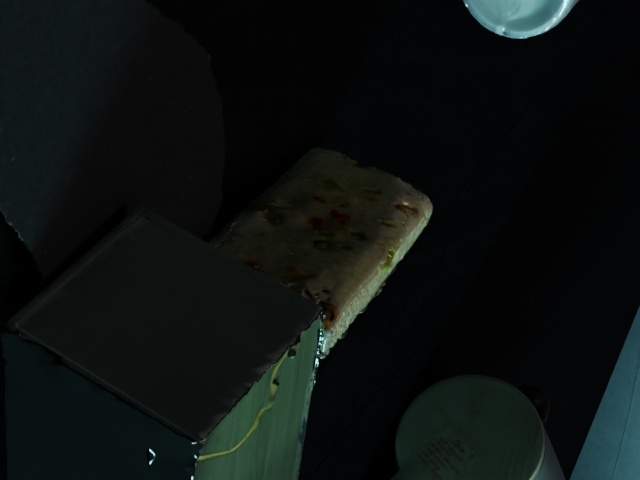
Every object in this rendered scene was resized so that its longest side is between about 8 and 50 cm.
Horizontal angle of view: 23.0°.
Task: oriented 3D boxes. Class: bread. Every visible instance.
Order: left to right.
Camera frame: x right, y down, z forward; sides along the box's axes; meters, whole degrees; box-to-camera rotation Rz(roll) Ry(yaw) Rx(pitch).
[{"bbox_3d":[0.000,0.000,0.704,0.153,0.068,0.028,-46,156,-60],"label":"bread"}]

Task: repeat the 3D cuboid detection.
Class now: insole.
[{"bbox_3d":[-0.084,-0.036,0.521,0.110,0.012,0.309,-62,162,-5],"label":"insole"}]

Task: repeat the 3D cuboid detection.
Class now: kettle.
[{"bbox_3d":[0.106,0.225,1.264,0.211,0.160,0.243,-33,147,-9],"label":"kettle"}]

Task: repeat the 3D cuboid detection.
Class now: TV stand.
[{"bbox_3d":[-0.068,0.120,0.627,0.083,0.088,0.269,-43,153,-40],"label":"TV stand"}]

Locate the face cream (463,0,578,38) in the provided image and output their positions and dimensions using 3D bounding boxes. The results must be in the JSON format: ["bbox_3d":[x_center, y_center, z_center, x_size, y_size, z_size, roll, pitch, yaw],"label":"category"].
[{"bbox_3d":[0.165,-0.214,0.931,0.269,0.073,0.107,-48,160,-45],"label":"face cream"}]
